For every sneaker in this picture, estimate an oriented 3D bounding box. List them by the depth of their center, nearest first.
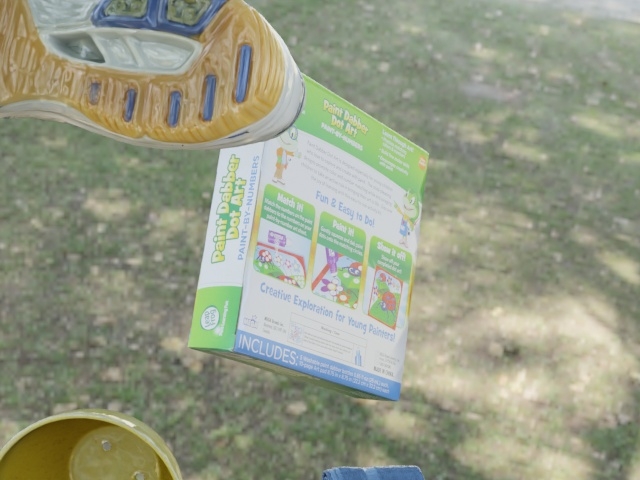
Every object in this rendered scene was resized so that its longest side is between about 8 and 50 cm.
[{"bbox_3d":[-0.151,-0.106,0.727,0.296,0.112,0.131,18,1,15],"label":"sneaker"}]

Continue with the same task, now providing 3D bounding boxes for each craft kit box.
[{"bbox_3d":[0.000,0.000,1.097,0.061,0.247,0.250,2,-15,37],"label":"craft kit box"}]

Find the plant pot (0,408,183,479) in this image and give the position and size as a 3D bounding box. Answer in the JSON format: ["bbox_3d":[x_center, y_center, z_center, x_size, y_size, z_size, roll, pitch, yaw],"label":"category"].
[{"bbox_3d":[-0.150,0.171,0.848,0.134,0.134,0.095,8,8,2],"label":"plant pot"}]

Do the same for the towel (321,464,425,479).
[{"bbox_3d":[0.061,0.278,1.363,0.119,0.029,0.067,3,50,-24],"label":"towel"}]
